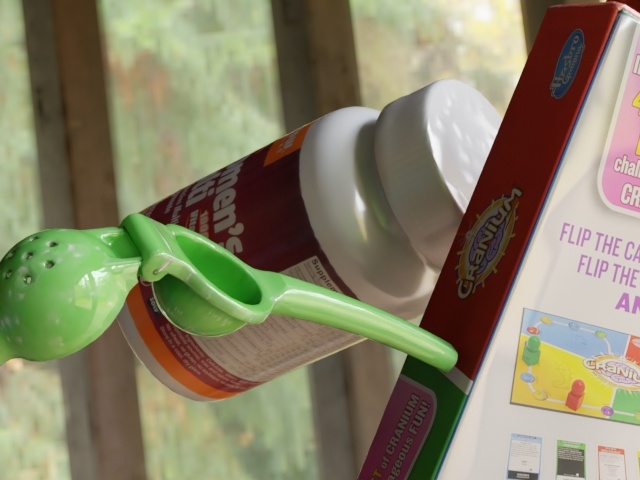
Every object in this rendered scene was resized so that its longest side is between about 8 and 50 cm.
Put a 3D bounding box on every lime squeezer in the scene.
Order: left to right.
[{"bbox_3d":[-0.070,0.041,0.793,0.310,0.110,0.059,-11,22,-25],"label":"lime squeezer"}]

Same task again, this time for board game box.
[{"bbox_3d":[0.161,0.076,0.961,0.242,0.316,0.064,26,-7,-27],"label":"board game box"}]

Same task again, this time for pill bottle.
[{"bbox_3d":[0.000,0.000,1.064,0.221,0.121,0.121,-26,-15,32],"label":"pill bottle"}]

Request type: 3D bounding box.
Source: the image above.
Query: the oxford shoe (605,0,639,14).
[{"bbox_3d":[0.191,-0.043,1.182,0.098,0.097,0.271,4,-56,-37],"label":"oxford shoe"}]
